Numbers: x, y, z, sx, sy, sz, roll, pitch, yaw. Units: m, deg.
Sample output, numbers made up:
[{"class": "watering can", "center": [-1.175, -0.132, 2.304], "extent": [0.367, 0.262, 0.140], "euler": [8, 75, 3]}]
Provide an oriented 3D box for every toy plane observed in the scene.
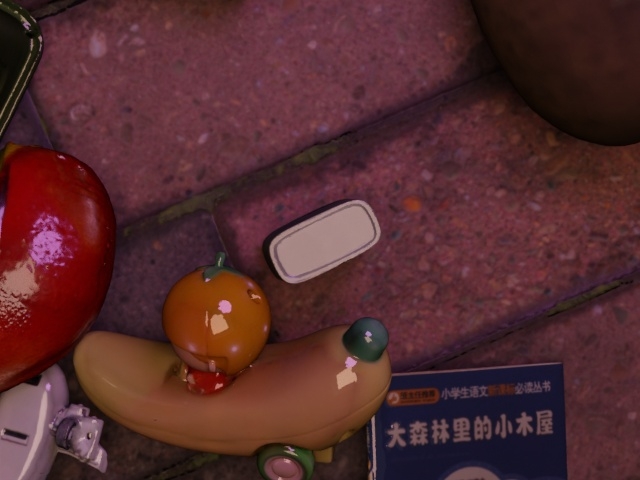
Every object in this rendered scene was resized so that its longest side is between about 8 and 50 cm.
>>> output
[{"class": "toy plane", "center": [-0.300, 0.205, 1.663], "extent": [0.174, 0.080, 0.174], "euler": [-1, 86, 14]}]

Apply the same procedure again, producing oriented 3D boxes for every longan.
[{"class": "longan", "center": [0.286, -0.268, 1.610], "extent": [0.288, 0.288, 0.350], "euler": [-11, 100, -4]}]

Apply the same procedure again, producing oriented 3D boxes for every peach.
[{"class": "peach", "center": [-0.288, 0.035, 1.594], "extent": [0.159, 0.154, 0.267], "euler": [23, 66, -9]}]

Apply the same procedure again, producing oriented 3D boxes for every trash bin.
[{"class": "trash bin", "center": [0.000, 0.000, 1.656], "extent": [0.116, 0.130, 0.059], "euler": [-27, 93, -4]}]

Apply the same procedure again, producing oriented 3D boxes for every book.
[{"class": "book", "center": [0.157, 0.293, 1.696], "extent": [0.228, 0.018, 0.322], "euler": [-3, 91, -20]}]

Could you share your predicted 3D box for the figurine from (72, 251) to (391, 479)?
[{"class": "figurine", "center": [-0.091, 0.123, 1.617], "extent": [0.325, 0.124, 0.222], "euler": [7, 129, 9]}]

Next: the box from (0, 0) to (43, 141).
[{"class": "box", "center": [-0.465, -0.187, 1.599], "extent": [0.329, 0.178, 0.252], "euler": [26, 87, -4]}]
